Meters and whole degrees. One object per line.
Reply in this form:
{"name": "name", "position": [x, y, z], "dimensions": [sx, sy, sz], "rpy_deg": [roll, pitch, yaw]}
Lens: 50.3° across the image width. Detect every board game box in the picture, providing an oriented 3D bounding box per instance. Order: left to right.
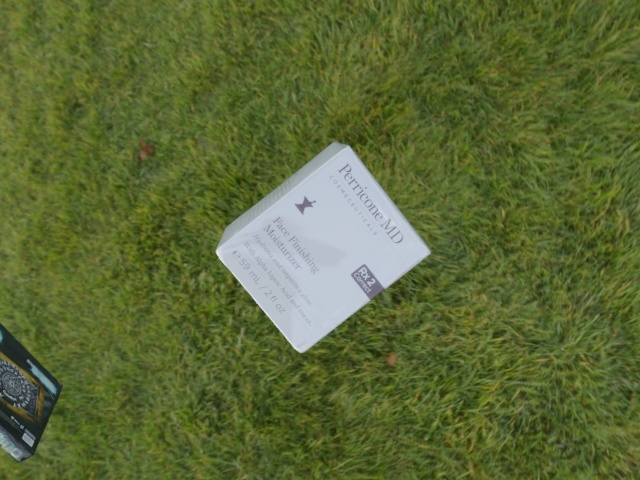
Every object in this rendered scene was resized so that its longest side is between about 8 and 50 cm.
{"name": "board game box", "position": [-0.384, 0.152, 0.791], "dimensions": [0.026, 0.126, 0.186], "rpy_deg": [-29, 114, 10]}

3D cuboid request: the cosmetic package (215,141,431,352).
{"name": "cosmetic package", "position": [0.000, 0.000, 0.790], "dimensions": [0.183, 0.151, 0.151], "rpy_deg": [-39, 100, 4]}
